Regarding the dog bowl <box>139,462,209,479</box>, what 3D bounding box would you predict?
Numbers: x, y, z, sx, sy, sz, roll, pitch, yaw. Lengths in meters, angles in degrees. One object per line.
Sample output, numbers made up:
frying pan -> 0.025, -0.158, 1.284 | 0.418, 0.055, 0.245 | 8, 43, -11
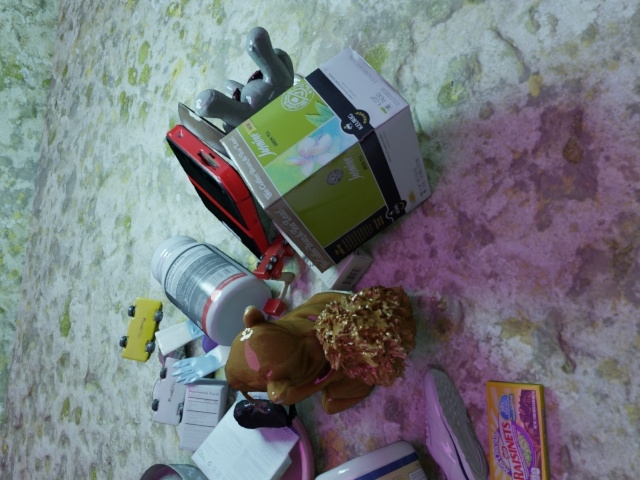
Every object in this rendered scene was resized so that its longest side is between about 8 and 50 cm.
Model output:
dog bowl -> -0.424, 0.837, 1.465 | 0.348, 0.102, 0.349 | -7, 78, 38

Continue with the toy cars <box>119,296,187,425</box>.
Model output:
toy cars -> -0.484, 0.360, 1.496 | 0.176, 0.087, 0.394 | -30, 80, -4

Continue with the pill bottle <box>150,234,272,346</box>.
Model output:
pill bottle -> -0.325, 0.129, 1.428 | 0.362, 0.210, 0.210 | 29, 101, 39

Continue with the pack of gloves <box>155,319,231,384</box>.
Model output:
pack of gloves -> -0.342, 0.309, 1.452 | 0.195, 0.232, 0.046 | 56, 160, 33

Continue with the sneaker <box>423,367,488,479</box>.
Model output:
sneaker -> 0.249, 0.382, 1.005 | 0.094, 0.090, 0.235 | -36, 60, 40

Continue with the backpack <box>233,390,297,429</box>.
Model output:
backpack -> -0.128, 0.360, 1.215 | 0.151, 0.115, 0.182 | -4, 38, 17

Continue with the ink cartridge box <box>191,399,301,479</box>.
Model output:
ink cartridge box -> -0.179, 0.517, 1.222 | 0.223, 0.045, 0.224 | 28, 73, 39

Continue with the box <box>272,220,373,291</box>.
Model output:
box -> 0.000, 0.000, 1.257 | 0.275, 0.094, 0.113 | 45, 111, 34

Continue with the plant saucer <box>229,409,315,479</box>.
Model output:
plant saucer -> -0.135, 0.571, 1.284 | 0.332, 0.084, 0.333 | -8, 77, 38

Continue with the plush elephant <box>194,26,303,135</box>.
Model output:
plush elephant -> -0.168, -0.385, 1.372 | 0.272, 0.329, 0.255 | -59, 29, 0

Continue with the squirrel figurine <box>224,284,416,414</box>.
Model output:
squirrel figurine -> 0.002, 0.209, 1.036 | 0.396, 0.370, 0.281 | -28, 66, 28

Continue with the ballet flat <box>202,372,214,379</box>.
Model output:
ballet flat -> -0.369, 0.490, 1.502 | 0.084, 0.058, 0.250 | 1, 83, 40

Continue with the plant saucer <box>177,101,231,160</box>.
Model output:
plant saucer -> -0.273, -0.276, 1.382 | 0.310, 0.310, 0.050 | 40, 98, 36

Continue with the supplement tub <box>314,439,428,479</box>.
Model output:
supplement tub -> 0.139, 0.586, 0.965 | 0.228, 0.228, 0.316 | -39, 61, 28

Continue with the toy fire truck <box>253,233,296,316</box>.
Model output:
toy fire truck -> -0.113, 0.092, 1.331 | 0.047, 0.135, 0.192 | 3, 51, 39

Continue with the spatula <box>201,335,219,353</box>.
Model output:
spatula -> -0.253, 0.359, 1.448 | 0.296, 0.030, 0.084 | 31, 104, 38

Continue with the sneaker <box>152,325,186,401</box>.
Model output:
sneaker -> -0.448, 0.404, 1.571 | 0.120, 0.099, 0.263 | 8, 93, 28

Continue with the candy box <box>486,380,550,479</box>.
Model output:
candy box -> 0.373, 0.376, 0.938 | 0.105, 0.027, 0.206 | -9, 77, 41

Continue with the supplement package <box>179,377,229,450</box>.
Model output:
supplement package -> -0.330, 0.497, 1.417 | 0.105, 0.105, 0.180 | 6, 85, 3

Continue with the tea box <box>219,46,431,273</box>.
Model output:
tea box -> 0.028, -0.150, 1.049 | 0.323, 0.329, 0.220 | -36, 59, 0

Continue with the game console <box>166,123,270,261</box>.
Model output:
game console -> -0.278, -0.129, 1.392 | 0.060, 0.342, 0.386 | -38, 52, -15
